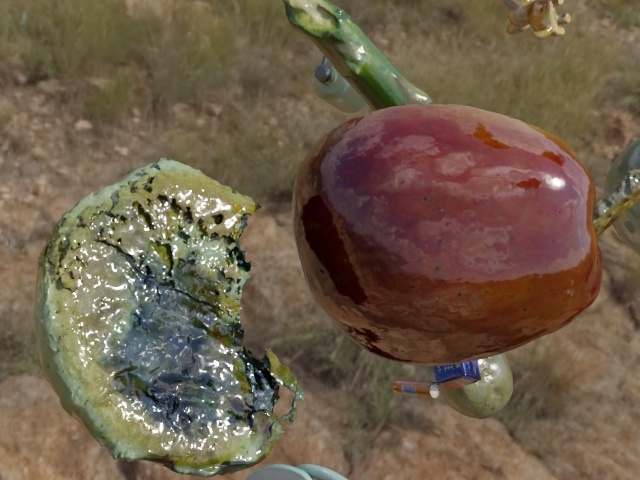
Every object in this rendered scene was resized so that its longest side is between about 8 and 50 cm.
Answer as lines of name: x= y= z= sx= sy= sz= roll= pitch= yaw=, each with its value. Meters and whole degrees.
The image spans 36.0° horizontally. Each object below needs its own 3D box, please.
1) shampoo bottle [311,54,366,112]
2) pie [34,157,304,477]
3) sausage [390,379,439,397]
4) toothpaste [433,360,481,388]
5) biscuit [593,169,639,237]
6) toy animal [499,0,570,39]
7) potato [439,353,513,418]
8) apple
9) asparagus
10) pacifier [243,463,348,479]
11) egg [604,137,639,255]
shampoo bottle: x=0.031 y=-0.282 z=1.768 sx=0.079 sy=0.079 sz=0.162 roll=38 pitch=9 yaw=21
pie: x=-0.171 y=0.081 z=1.093 sx=0.296 sy=0.078 sz=0.371 roll=-4 pitch=73 yaw=-35
sausage: x=0.176 y=0.282 z=1.888 sx=0.107 sy=0.031 sz=0.031 roll=-1 pitch=24 yaw=43
toothpaste: x=0.236 y=0.122 z=1.906 sx=0.076 sy=0.066 sz=0.320 roll=26 pitch=48 yaw=-53
biscuit: x=0.392 y=-0.034 z=1.417 sx=0.039 sy=0.174 sz=0.183 roll=52 pitch=31 yaw=18
toy animal: x=0.241 y=-0.256 z=1.138 sx=0.083 sy=0.060 sz=0.081 roll=9 pitch=59 yaw=42
potato: x=0.339 y=0.295 z=2.134 sx=0.160 sy=0.235 sz=0.178 roll=20 pitch=79 yaw=37
apple: x=0.157 y=0.002 z=1.219 sx=0.365 sy=0.329 sz=0.295 roll=-6 pitch=77 yaw=10
asparagus: x=0.068 y=-0.242 z=1.415 sx=0.082 sy=0.343 sz=0.085 roll=-51 pitch=36 yaw=-9
pacifier: x=-0.039 y=0.568 z=1.807 sx=0.343 sy=0.288 sz=0.269 roll=33 pitch=26 yaw=17
egg: x=0.696 y=-0.079 z=1.922 sx=0.352 sy=0.258 sz=0.258 roll=17 pitch=32 yaw=-44
